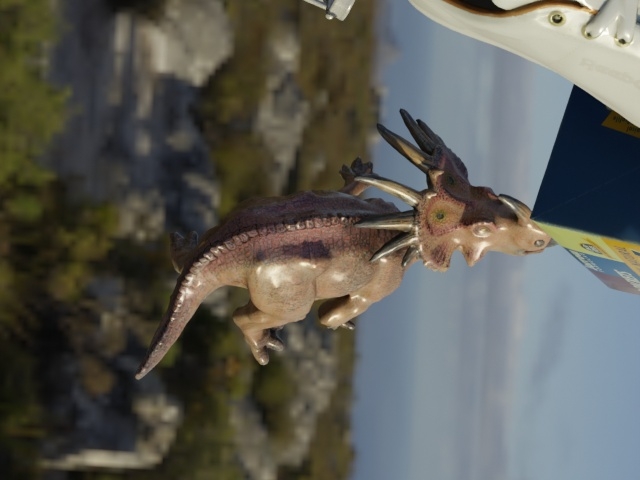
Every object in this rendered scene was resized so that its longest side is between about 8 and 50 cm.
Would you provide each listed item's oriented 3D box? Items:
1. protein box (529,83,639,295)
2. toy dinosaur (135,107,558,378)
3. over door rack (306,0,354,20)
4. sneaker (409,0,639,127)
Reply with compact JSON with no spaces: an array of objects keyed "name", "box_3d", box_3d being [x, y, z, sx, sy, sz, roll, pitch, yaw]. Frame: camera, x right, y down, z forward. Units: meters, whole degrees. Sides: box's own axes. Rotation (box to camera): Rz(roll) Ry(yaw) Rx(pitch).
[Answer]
[{"name":"protein box","box_3d":[0.258,-0.064,1.118,0.136,0.200,0.201,32,74,-57]},{"name":"toy dinosaur","box_3d":[0.000,0.000,1.386,0.200,0.296,0.127,141,-70,-71]},{"name":"over door rack","box_3d":[-0.063,-0.319,1.628,0.324,0.239,0.108,-83,-162,-61]},{"name":"sneaker","box_3d":[0.156,-0.113,0.983,0.123,0.290,0.106,21,88,-70]}]
